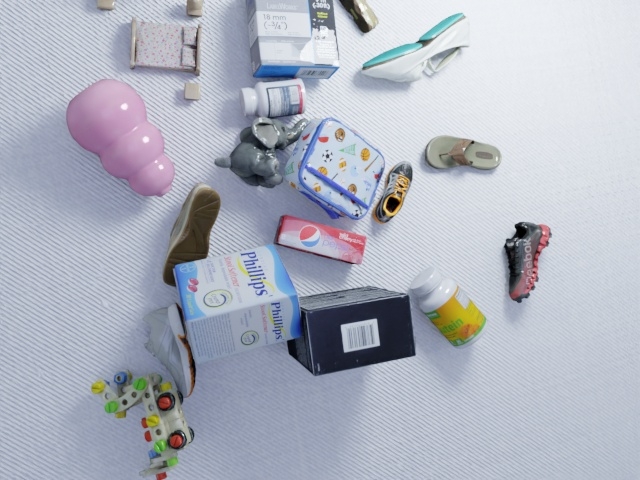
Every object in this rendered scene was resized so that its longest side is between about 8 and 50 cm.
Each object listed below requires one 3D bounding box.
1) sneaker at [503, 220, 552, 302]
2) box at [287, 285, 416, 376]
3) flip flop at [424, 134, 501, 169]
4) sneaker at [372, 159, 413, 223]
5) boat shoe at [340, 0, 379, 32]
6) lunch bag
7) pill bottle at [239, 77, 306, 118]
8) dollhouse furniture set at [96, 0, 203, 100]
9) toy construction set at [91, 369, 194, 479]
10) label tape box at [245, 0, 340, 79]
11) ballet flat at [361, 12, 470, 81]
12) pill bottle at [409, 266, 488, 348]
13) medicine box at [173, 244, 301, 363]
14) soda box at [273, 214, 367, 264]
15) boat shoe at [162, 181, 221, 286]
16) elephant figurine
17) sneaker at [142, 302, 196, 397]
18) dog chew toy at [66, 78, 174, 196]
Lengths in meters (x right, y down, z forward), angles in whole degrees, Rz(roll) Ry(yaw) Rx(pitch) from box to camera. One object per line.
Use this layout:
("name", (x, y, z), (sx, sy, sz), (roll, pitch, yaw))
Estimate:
("sneaker", (0.649, 0.060, 1.997), (0.135, 0.097, 0.276), (22, 81, -14))
("box", (0.072, 0.244, 1.733), (0.296, 0.294, 0.183), (-8, 94, -15))
("flip flop", (0.464, -0.278, 1.963), (0.276, 0.080, 0.112), (5, 87, -15))
("sneaker", (0.237, -0.150, 1.898), (0.084, 0.083, 0.215), (25, 81, -12))
("boat shoe", (0.114, -0.737, 1.895), (0.072, 0.068, 0.190), (-42, 109, -25))
("lunch bag", (0.051, -0.198, 1.792), (0.303, 0.115, 0.243), (31, 77, -36))
("pill bottle", (-0.140, -0.412, 1.788), (0.180, 0.108, 0.108), (-10, 91, -15))
("dollhouse furniture set", (-0.472, -0.584, 1.669), (0.303, 0.174, 0.356), (1, 88, -15))
("toy construction set", (-0.460, 0.493, 1.644), (0.214, 0.151, 0.328), (-21, 96, 7))
("label tape box", (-0.087, -0.648, 1.788), (0.240, 0.106, 0.334), (-4, 85, -19))
("ballet flat", (0.316, -0.572, 1.917), (0.400, 0.139, 0.139), (-32, 97, -15))
("pill bottle", (0.392, 0.204, 1.902), (0.136, 0.136, 0.246), (-44, 99, -12))
("medicine box", (-0.225, 0.161, 1.649), (0.289, 0.263, 0.149), (-13, 123, -13))
("soda box", (0.000, 0.000, 1.829), (0.263, 0.083, 0.092), (14, 85, -14))
("boat shoe", (-0.368, -0.016, 1.724), (0.109, 0.098, 0.302), (15, 104, -32))
("elephant figurine", (-0.161, -0.284, 1.774), (0.169, 0.186, 0.240), (6, 72, 27))
("sneaker", (-0.423, 0.313, 1.710), (0.120, 0.099, 0.263), (-12, 86, -5))
("dog chew toy", (-0.517, -0.259, 1.643), (0.206, 0.206, 0.332), (-38, 107, -13))
